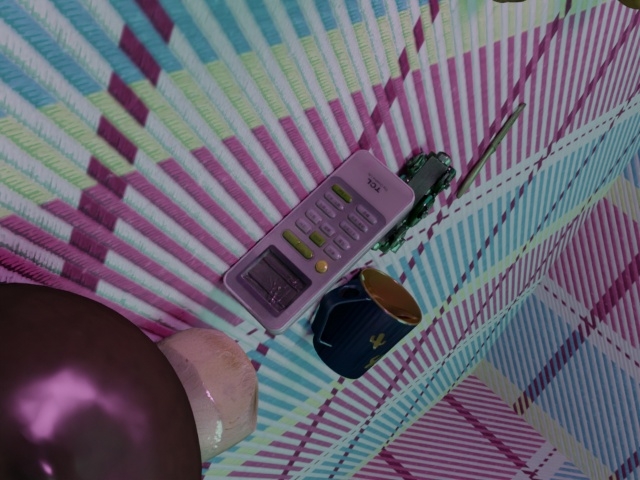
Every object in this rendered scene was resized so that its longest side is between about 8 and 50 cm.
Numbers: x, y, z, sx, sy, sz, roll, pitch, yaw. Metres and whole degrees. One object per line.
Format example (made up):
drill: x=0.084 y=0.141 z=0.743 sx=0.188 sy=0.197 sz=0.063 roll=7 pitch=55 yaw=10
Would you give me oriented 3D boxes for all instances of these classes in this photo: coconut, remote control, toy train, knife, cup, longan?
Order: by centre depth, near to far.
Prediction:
longan: x=-0.232 y=0.179 z=0.706 sx=0.297 sy=0.297 sz=0.297 roll=-42 pitch=160 yaw=-18
coconut: x=-0.152 y=0.183 z=1.064 sx=0.161 sy=0.161 sz=0.162 roll=-56 pitch=159 yaw=23
remote control: x=0.000 y=0.000 z=1.116 sx=0.250 sy=0.103 sz=0.034 roll=-43 pitch=163 yaw=-11
toy train: x=0.131 y=-0.056 z=1.349 sx=0.178 sy=0.071 sz=0.104 roll=-50 pitch=172 yaw=3
cup: x=0.058 y=0.139 z=1.520 sx=0.176 sy=0.131 sz=0.155 roll=19 pitch=120 yaw=-38
knife: x=0.300 y=-0.156 z=1.603 sx=0.030 sy=0.014 sz=0.207 roll=-11 pitch=139 yaw=-58

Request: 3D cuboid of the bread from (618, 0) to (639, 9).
bread: x=0.460 y=-0.419 z=1.297 sx=0.147 sy=0.098 sz=0.217 roll=-52 pitch=163 yaw=10

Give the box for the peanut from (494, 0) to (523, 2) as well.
peanut: x=0.233 y=-0.330 z=1.016 sx=0.080 sy=0.080 sz=0.174 roll=-41 pitch=164 yaw=-21
